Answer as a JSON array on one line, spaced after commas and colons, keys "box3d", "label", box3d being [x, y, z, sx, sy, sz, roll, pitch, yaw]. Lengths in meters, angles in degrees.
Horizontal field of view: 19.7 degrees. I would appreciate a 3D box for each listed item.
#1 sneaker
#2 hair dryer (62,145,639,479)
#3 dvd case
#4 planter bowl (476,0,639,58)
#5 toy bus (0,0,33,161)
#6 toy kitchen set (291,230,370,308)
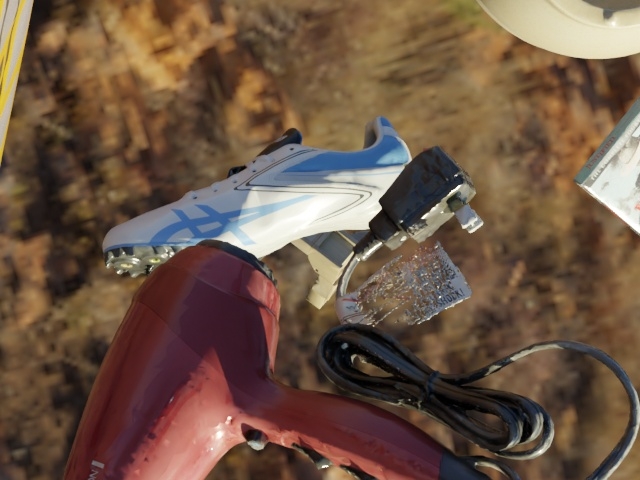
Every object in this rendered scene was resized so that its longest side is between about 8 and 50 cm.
[{"box3d": [-0.046, -0.029, 1.322, 0.237, 0.085, 0.086, -15, 79, -16], "label": "sneaker"}, {"box3d": [-0.016, 0.079, 0.904, 0.080, 0.293, 0.223, 57, 3, -47], "label": "hair dryer"}, {"box3d": [0.230, -0.043, 1.224, 0.119, 0.087, 0.013, 36, 5, -35], "label": "dvd case"}, {"box3d": [0.150, -0.168, 0.968, 0.109, 0.162, 0.162, -91, 158, -74], "label": "planter bowl"}, {"box3d": [-0.105, -0.092, 0.367, 0.108, 0.332, 0.130, 16, 44, -5], "label": "toy bus"}, {"box3d": [0.000, 0.000, 1.629, 0.075, 0.083, 0.068, 37, 60, 6], "label": "toy kitchen set"}]
